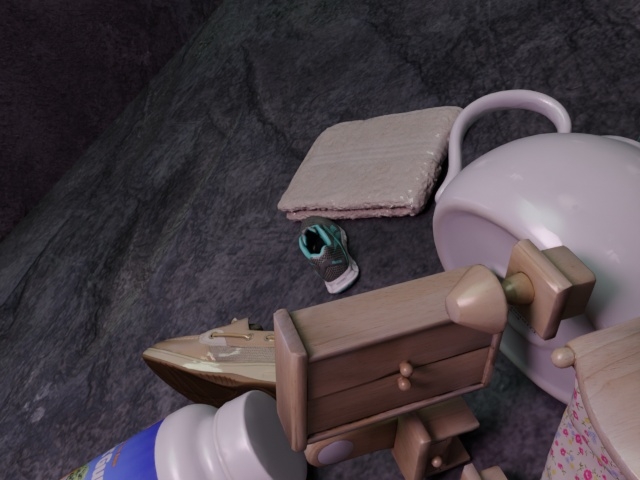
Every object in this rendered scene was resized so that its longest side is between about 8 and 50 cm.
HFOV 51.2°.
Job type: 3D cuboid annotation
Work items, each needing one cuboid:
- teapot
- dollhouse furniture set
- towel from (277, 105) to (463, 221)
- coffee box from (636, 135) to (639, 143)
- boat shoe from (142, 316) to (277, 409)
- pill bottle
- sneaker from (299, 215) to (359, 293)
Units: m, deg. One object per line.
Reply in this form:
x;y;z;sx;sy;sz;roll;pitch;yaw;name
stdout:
0.228;0.002;0.557;0.187;0.256;0.252;-35;18;-12;teapot
0.106;0.194;0.414;0.174;0.303;0.355;-13;42;-16;dollhouse furniture set
0.071;-0.109;1.006;0.282;0.049;0.187;1;54;46;towel
0.353;-0.054;0.654;0.113;0.040;0.184;11;61;50;coffee box
-0.098;0.152;0.837;0.303;0.109;0.098;-2;45;38;boat shoe
-0.155;0.270;0.715;0.272;0.152;0.152;-33;34;15;pill bottle
0.000;0.000;0.928;0.065;0.076;0.166;-39;33;4;sneaker
